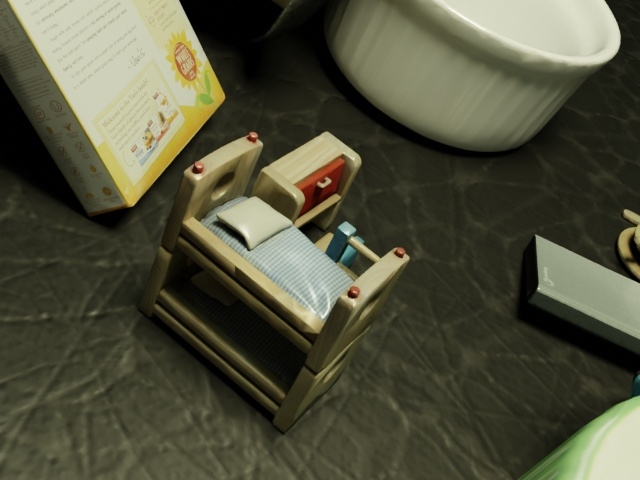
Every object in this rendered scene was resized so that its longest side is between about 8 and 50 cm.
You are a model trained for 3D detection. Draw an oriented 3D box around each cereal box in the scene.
[{"bbox_3d":[-0.165,-0.162,0.625,0.240,0.047,0.173,64,32,-26],"label":"cereal box"}]

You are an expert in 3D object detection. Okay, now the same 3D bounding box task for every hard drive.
[{"bbox_3d":[0.232,0.051,0.731,0.135,0.022,0.094,25,29,-2],"label":"hard drive"}]

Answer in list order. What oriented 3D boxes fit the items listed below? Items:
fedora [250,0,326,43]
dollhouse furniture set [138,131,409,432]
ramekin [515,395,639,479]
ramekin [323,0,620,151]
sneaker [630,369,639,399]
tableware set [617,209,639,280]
[{"bbox_3d":[-0.028,-0.344,0.791,0.152,0.334,0.334,29,38,-21],"label":"fedora"},{"bbox_3d":[0.000,0.000,0.593,0.129,0.129,0.184,38,42,13],"label":"dollhouse furniture set"},{"bbox_3d":[0.207,0.224,0.450,0.303,0.148,0.303,15,42,-13],"label":"ramekin"},{"bbox_3d":[0.138,-0.214,0.876,0.277,0.135,0.277,17,42,-16],"label":"ramekin"},{"bbox_3d":[0.334,0.109,0.539,0.140,0.341,0.125,2,77,-18],"label":"sneaker"},{"bbox_3d":[0.366,0.036,0.816,0.194,0.039,0.128,28,40,2],"label":"tableware set"}]
